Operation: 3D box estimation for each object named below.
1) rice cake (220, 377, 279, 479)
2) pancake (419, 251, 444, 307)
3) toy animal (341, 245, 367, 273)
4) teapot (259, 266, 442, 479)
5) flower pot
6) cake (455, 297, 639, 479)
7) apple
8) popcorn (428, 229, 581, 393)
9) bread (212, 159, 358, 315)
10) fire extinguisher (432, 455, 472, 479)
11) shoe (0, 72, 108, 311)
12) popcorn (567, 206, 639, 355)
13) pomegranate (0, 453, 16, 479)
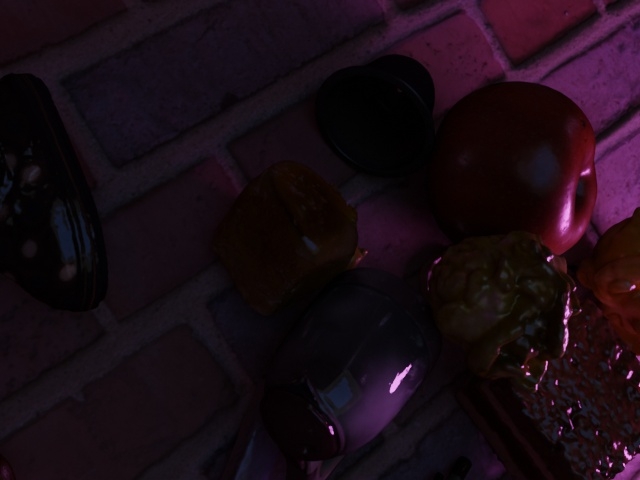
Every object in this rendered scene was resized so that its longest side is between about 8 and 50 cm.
[{"bbox_3d":[-0.132,0.409,1.202,0.070,0.064,0.399,30,72,-28],"label":"rice cake"},{"bbox_3d":[0.256,0.087,1.428,0.139,0.022,0.140,3,81,-21],"label":"pancake"},{"bbox_3d":[0.002,-0.003,1.311,0.159,0.070,0.083,42,110,1],"label":"toy animal"},{"bbox_3d":[0.028,0.251,1.176,0.312,0.233,0.315,-43,143,-44],"label":"teapot"},{"bbox_3d":[0.123,-0.250,1.333,0.235,0.235,0.148,45,49,-11],"label":"flower pot"},{"bbox_3d":[0.424,0.293,1.319,0.255,0.290,0.282,-34,88,-22],"label":"cake"},{"bbox_3d":[0.355,-0.120,1.319,0.348,0.276,0.349,-22,118,-50],"label":"apple"},{"bbox_3d":[0.299,0.099,1.143,0.259,0.259,0.212,28,118,-16],"label":"popcorn"},{"bbox_3d":[-0.054,-0.004,1.204,0.176,0.246,0.196,-20,72,-42],"label":"bread"},{"bbox_3d":[0.228,0.467,1.337,0.049,0.035,0.173,48,48,-1],"label":"fire extinguisher"},{"bbox_3d":[-0.474,-0.053,1.059,0.237,0.171,0.384,-20,90,-30],"label":"shoe"},{"bbox_3d":[0.649,0.083,1.477,0.297,0.280,0.316,4,96,-53],"label":"popcorn"},{"bbox_3d":[-0.524,0.363,1.005,0.204,0.159,0.159,9,78,4],"label":"pomegranate"}]
